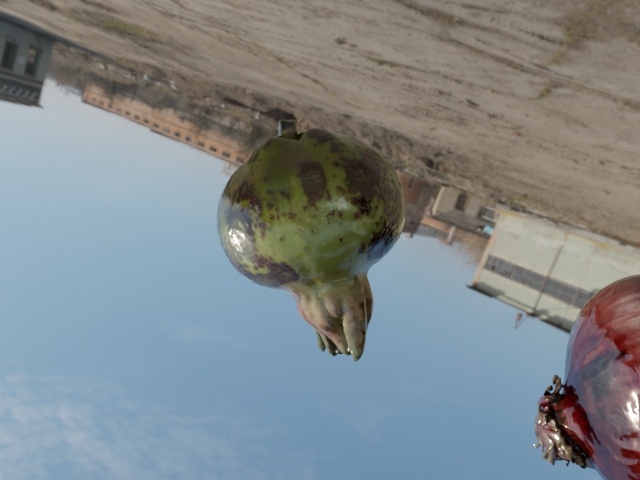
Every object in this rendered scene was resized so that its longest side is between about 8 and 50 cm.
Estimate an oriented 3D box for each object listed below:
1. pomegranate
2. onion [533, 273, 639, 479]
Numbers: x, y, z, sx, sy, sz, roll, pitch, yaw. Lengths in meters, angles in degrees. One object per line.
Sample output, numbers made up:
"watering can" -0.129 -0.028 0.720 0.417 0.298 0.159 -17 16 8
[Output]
"pomegranate" -0.005 0.000 0.619 0.222 0.276 0.204 -14 154 16
"onion" 0.415 0.219 0.675 0.286 0.347 0.348 -20 175 19
